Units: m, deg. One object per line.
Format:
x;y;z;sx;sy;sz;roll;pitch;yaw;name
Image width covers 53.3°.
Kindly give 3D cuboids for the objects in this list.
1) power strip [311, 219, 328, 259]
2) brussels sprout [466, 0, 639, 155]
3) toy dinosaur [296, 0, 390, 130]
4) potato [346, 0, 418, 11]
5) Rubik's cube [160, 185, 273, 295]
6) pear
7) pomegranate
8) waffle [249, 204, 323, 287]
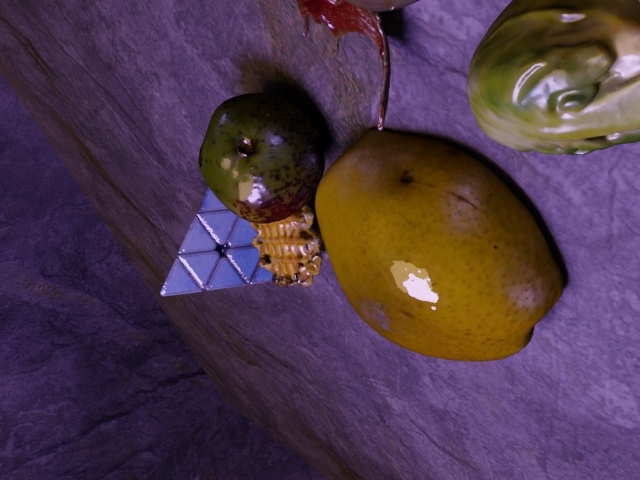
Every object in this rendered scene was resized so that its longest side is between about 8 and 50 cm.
0.000;0.000;1.267;0.075;0.042;0.175;49;155;-8;power strip
0.217;-0.153;0.513;0.223;0.223;0.161;-4;112;59;brussels sprout
-0.024;-0.279;0.804;0.327;0.113;0.206;45;174;-10;toy dinosaur
0.045;-0.318;0.611;0.178;0.160;0.235;57;180;22;potato
-0.245;0.007;1.555;0.228;0.229;0.233;-26;64;27;Rubik's cube
0.135;0.034;0.930;0.386;0.191;0.340;38;153;19;pear
-0.084;-0.129;1.070;0.214;0.214;0.248;38;-174;20;pomegranate
-0.079;-0.014;1.272;0.262;0.060;0.280;54;149;35;waffle
